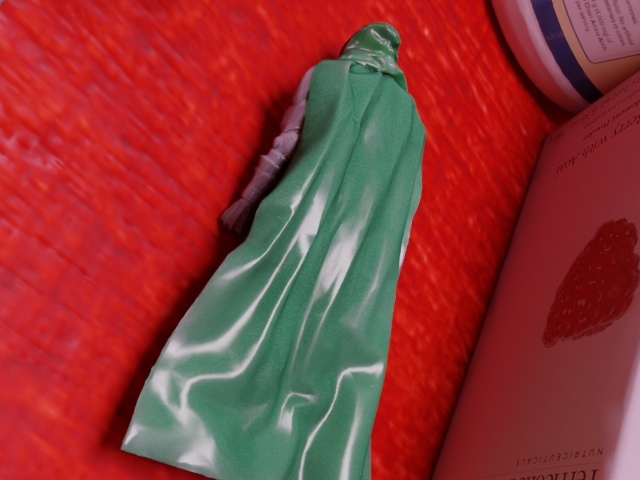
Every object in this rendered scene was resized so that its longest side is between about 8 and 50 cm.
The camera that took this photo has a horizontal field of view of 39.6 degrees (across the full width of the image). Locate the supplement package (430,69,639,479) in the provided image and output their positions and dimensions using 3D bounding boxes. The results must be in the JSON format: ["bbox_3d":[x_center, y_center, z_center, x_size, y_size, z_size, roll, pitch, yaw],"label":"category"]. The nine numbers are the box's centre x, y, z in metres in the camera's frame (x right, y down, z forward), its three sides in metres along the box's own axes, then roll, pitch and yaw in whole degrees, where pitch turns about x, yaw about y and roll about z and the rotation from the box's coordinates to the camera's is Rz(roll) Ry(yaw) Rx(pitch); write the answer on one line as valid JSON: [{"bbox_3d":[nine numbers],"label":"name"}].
[{"bbox_3d":[0.206,0.060,0.500,0.175,0.177,0.293,29,63,-11],"label":"supplement package"}]

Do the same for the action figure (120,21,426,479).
[{"bbox_3d":[0.000,0.000,0.414,0.137,0.063,0.232,30,70,-38],"label":"action figure"}]

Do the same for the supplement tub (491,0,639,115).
[{"bbox_3d":[0.287,-0.211,0.535,0.235,0.325,0.235,4,84,-45],"label":"supplement tub"}]

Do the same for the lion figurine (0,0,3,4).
[{"bbox_3d":[-0.179,-0.180,0.213,0.392,0.142,0.240,-16,75,-59],"label":"lion figurine"}]
